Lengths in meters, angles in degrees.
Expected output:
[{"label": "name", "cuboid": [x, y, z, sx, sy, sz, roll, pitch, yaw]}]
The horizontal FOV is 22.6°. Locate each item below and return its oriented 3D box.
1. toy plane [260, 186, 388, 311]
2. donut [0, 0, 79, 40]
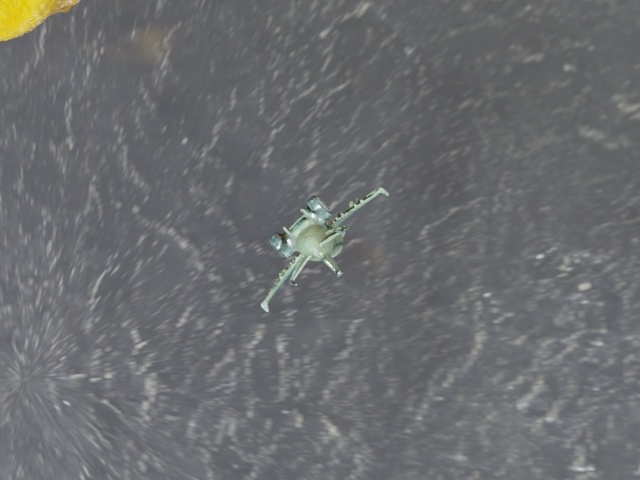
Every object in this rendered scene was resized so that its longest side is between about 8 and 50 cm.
[{"label": "toy plane", "cuboid": [-0.002, -0.002, 0.765, 0.033, 0.083, 0.080, 43, 98, -7]}, {"label": "donut", "cuboid": [-0.380, -0.328, 1.641, 0.303, 0.303, 0.110, 37, 51, -5]}]
